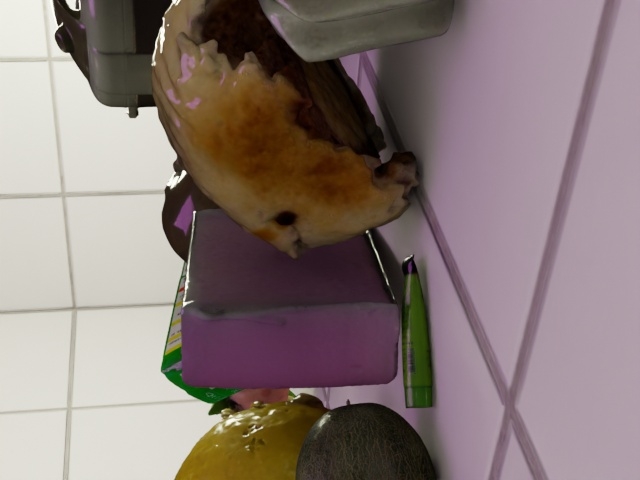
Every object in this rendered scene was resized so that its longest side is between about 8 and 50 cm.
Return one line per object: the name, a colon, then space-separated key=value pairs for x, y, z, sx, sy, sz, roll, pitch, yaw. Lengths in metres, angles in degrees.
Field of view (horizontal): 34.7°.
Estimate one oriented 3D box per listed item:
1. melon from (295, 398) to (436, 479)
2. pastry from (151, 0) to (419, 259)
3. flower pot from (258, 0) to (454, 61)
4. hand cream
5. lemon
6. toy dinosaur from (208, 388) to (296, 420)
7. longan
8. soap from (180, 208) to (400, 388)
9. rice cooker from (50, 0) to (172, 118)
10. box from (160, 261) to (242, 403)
melon: x=0.037 y=0.201 z=0.816 sx=0.114 sy=0.114 sz=0.167 roll=99 pitch=163 yaw=-50
pastry: x=-0.051 y=-0.110 z=0.867 sx=0.256 sy=0.170 sz=0.237 roll=43 pitch=-161 yaw=-31
flower pot: x=0.003 y=-0.305 z=0.751 sx=0.367 sy=0.164 sz=0.254 roll=-99 pitch=-2 yaw=-57
hand cream: x=0.075 y=0.073 z=0.824 sx=0.036 sy=0.023 sz=0.122 roll=90 pitch=176 yaw=-79
lemon: x=-0.041 y=0.286 z=0.964 sx=0.236 sy=0.236 sz=0.263 roll=105 pitch=179 yaw=-61
toy dinosaur: x=-0.061 y=0.209 z=1.471 sx=0.177 sy=0.152 sz=0.194 roll=-13 pitch=58 yaw=58
longan: x=-0.101 y=-0.048 z=1.316 sx=0.220 sy=0.196 sz=0.196 roll=-66 pitch=-16 yaw=-54
soap: x=-0.032 y=0.044 z=0.932 sx=0.259 sy=0.181 sz=0.081 roll=-105 pitch=15 yaw=-69
rice cooker: x=-0.162 y=-0.324 z=1.235 sx=0.335 sy=0.325 sz=0.335 roll=177 pitch=90 yaw=-81
box: x=-0.120 y=0.088 z=1.440 sx=0.180 sy=0.103 sz=0.250 roll=-29 pitch=39 yaw=37
